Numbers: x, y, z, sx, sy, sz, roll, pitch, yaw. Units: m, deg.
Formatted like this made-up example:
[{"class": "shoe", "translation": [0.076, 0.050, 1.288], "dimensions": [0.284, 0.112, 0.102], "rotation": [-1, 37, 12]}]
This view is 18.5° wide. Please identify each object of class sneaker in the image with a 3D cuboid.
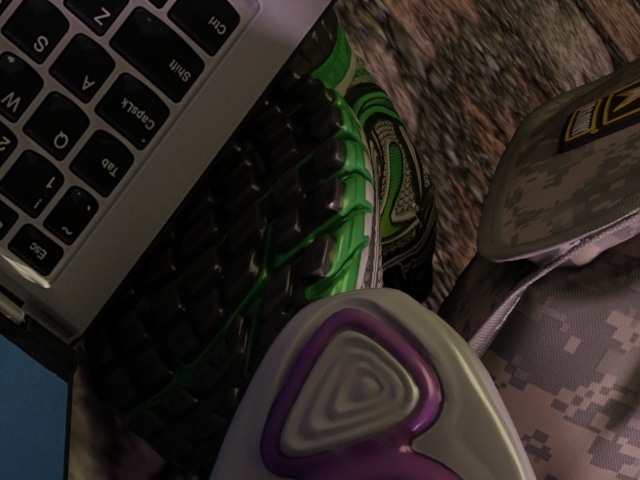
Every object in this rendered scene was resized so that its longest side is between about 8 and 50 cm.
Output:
[{"class": "sneaker", "translation": [0.000, 0.000, 0.841], "dimensions": [0.146, 0.134, 0.343], "rotation": [47, 22, -20]}, {"class": "sneaker", "translation": [0.034, 0.160, 0.652], "dimensions": [0.152, 0.114, 0.305], "rotation": [-51, 132, -75]}]

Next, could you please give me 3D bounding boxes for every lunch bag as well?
[{"class": "lunch bag", "translation": [0.136, 0.033, 0.833], "dimensions": [0.169, 0.287, 0.235], "rotation": [29, 24, 0]}]

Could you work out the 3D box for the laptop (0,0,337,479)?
[{"class": "laptop", "translation": [-0.137, -0.086, 0.566], "dimensions": [0.382, 0.408, 0.236], "rotation": [41, -9, -31]}]
